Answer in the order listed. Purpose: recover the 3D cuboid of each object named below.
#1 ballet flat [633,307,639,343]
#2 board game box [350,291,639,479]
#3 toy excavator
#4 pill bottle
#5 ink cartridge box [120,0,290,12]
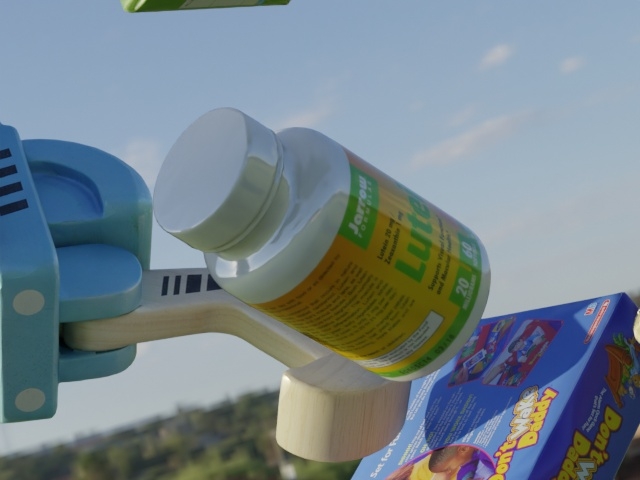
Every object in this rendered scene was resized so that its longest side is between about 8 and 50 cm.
[{"bbox_3d":[0.256,0.013,1.030,0.173,0.049,0.057,-34,-33,11],"label":"ballet flat"},{"bbox_3d":[0.124,0.209,1.488,0.233,0.078,0.347,-14,36,51],"label":"board game box"},{"bbox_3d":[-0.183,0.041,1.587,0.445,0.433,0.222,-8,-53,-17],"label":"toy excavator"},{"bbox_3d":[0.000,0.000,1.331,0.136,0.136,0.246,-22,-40,40],"label":"pill bottle"},{"bbox_3d":[-0.030,-0.262,1.223,0.255,0.189,0.097,-7,-22,-33],"label":"ink cartridge box"}]
